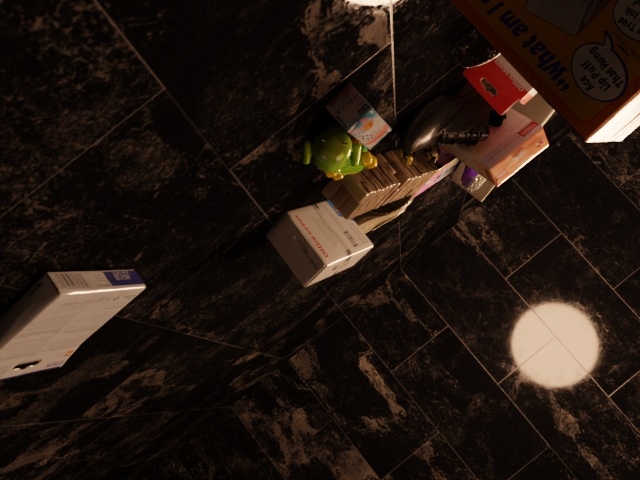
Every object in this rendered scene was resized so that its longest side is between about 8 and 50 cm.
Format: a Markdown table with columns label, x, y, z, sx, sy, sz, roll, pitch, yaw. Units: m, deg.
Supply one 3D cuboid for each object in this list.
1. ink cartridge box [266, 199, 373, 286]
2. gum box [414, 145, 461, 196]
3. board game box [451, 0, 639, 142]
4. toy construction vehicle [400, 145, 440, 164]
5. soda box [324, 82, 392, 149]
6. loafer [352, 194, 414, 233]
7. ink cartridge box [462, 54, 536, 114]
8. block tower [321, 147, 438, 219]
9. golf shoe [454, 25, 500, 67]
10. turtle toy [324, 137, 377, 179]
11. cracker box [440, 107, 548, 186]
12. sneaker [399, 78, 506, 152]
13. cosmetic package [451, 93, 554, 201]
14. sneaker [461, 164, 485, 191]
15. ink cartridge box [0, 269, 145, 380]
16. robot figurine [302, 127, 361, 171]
| label | x | y | z | sx | sy | sz | roll | pitch | yaw |
| --- | --- | --- | --- | --- | --- | --- | --- | --- | --- |
| ink cartridge box | 0.000 | 0.000 | 1.657 | 0.086 | 0.148 | 0.203 | -45 | 165 | 33 |
| gum box | 0.308 | -0.203 | 2.017 | 0.188 | 0.062 | 0.107 | -34 | 167 | -25 |
| board game box | 0.373 | -0.373 | 0.946 | 0.356 | 0.356 | 0.356 | -45 | 166 | 25 |
| toy construction vehicle | 0.218 | -0.196 | 1.683 | 0.086 | 0.098 | 0.035 | 1 | 124 | -5 |
| soda box | 0.069 | -0.212 | 1.314 | 0.058 | 0.063 | 0.183 | -42 | 167 | 10 |
| loafer | 0.104 | -0.068 | 1.848 | 0.268 | 0.102 | 0.092 | -25 | 165 | -16 |
| ink cartridge box | 0.428 | -0.381 | 1.577 | 0.231 | 0.134 | 0.078 | -43 | 167 | 19 |
| block tower | 0.136 | -0.136 | 1.704 | 0.335 | 0.091 | 0.097 | -21 | 157 | -53 |
| golf shoe | 0.342 | -0.391 | 1.436 | 0.198 | 0.077 | 0.094 | -40 | 168 | 7 |
| turtle toy | 0.055 | -0.160 | 1.446 | 0.095 | 0.066 | 0.130 | -18 | 175 | 14 |
| cracker box | 0.392 | -0.240 | 1.763 | 0.156 | 0.232 | 0.067 | -38 | 131 | -3 |
| sneaker | 0.298 | -0.257 | 1.657 | 0.286 | 0.130 | 0.109 | -32 | 168 | -23 |
| cosmetic package | 0.505 | -0.271 | 2.081 | 0.309 | 0.113 | 0.160 | -47 | 171 | -22 |
| sneaker | 0.389 | -0.243 | 1.894 | 0.293 | 0.146 | 0.102 | -51 | 176 | -39 |
| ink cartridge box | -0.413 | 0.129 | 1.172 | 0.224 | 0.045 | 0.223 | -41 | 167 | 14 |
| robot figurine | 0.019 | -0.159 | 1.328 | 0.101 | 0.067 | 0.115 | 5 | 172 | -4 |
